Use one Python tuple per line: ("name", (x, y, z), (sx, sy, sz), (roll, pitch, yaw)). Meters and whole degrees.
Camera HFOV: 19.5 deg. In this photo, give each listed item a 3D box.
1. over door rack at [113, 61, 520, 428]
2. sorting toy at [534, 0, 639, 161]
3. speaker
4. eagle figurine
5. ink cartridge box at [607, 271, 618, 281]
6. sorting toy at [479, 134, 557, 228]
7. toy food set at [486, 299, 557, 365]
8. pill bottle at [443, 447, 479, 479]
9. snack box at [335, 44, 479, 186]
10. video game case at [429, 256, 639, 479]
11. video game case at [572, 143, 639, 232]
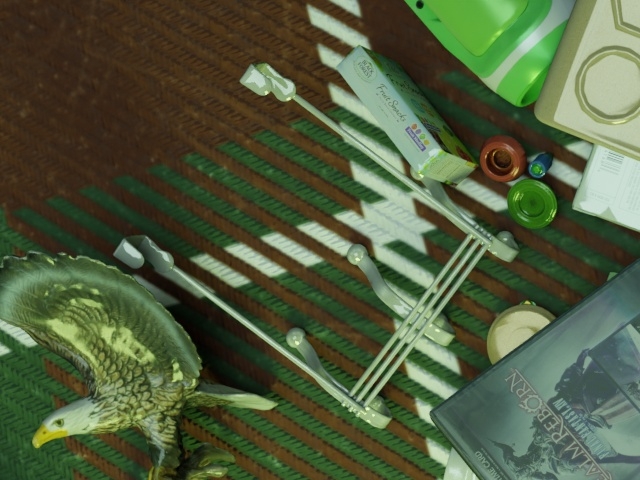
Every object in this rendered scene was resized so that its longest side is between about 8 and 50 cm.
("over door rack", (0.000, 0.000, 1.844), (0.324, 0.108, 0.239), (34, 103, -7))
("sorting toy", (0.315, -0.163, 1.664), (0.208, 0.038, 0.193), (24, 99, 22))
("speaker", (0.135, -0.273, 1.794), (0.131, 0.131, 0.296), (-42, 79, 15))
("eagle figurine", (-0.211, 0.127, 1.871), (0.226, 0.225, 0.298), (-26, 91, 28))
("ink cartridge box", (0.319, 0.136, 1.726), (0.171, 0.056, 0.235), (11, 67, 18))
("sorting toy", (0.202, -0.065, 1.828), (0.061, 0.042, 0.102), (-34, 93, 32))
("toy food set", (0.206, 0.103, 1.838), (0.082, 0.020, 0.083), (-45, 78, 15))
("pill bottle", (0.230, 0.244, 1.783), (0.215, 0.117, 0.117), (13, 96, 18))
("snack box", (0.085, -0.121, 1.816), (0.037, 0.100, 0.141), (-42, 68, 14))
("video game case", (0.264, 0.148, 1.685), (0.274, 0.026, 0.196), (-35, 60, -8))
("video game case", (0.397, -0.115, 1.744), (0.244, 0.061, 0.270), (21, 99, 18))
